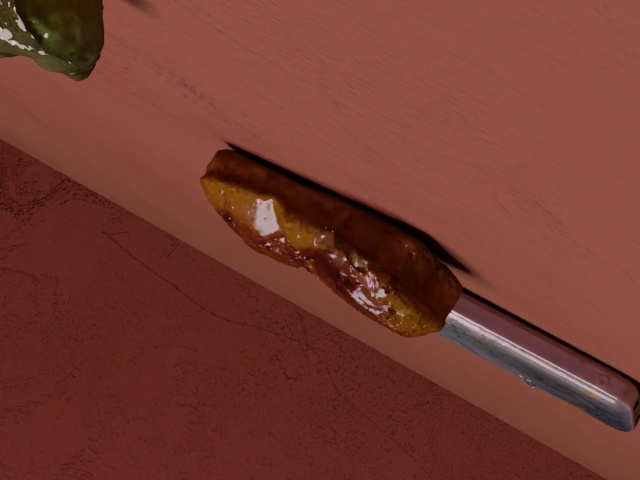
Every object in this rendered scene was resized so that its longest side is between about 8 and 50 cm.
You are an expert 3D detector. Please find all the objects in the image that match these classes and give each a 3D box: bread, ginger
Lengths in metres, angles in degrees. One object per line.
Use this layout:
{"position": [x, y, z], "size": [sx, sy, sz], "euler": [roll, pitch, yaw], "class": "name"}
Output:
{"position": [0.001, -0.001, 1.350], "size": [0.271, 0.077, 0.139], "euler": [29, 172, 39], "class": "bread"}
{"position": [-0.259, -0.188, 1.049], "size": [0.290, 0.089, 0.137], "euler": [26, 180, 28], "class": "ginger"}

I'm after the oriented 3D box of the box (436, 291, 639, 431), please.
{"position": [0.185, 0.102, 1.465], "size": [0.285, 0.044, 0.142], "euler": [28, 169, 20], "class": "box"}
